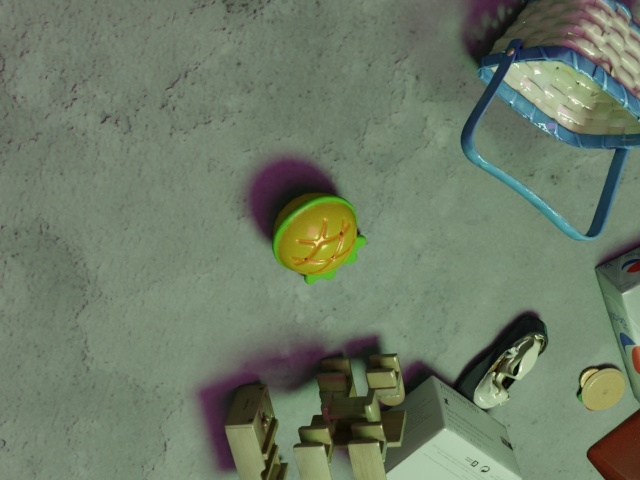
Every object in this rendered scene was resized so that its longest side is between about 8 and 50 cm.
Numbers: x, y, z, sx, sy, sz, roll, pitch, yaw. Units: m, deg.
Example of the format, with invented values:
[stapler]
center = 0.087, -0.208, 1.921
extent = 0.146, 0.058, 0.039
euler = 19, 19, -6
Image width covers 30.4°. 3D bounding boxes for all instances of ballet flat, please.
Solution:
[ballet flat]
center = 0.281, 0.206, 1.820
extent = 0.074, 0.074, 0.203
euler = 35, 101, -28

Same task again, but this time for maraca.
[maraca]
center = 0.000, 0.000, 1.618
extent = 0.127, 0.099, 0.185
euler = -34, 146, 2

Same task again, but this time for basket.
[basket]
center = 0.329, -0.174, 1.559
extent = 0.255, 0.201, 0.289
euler = 36, 69, -28

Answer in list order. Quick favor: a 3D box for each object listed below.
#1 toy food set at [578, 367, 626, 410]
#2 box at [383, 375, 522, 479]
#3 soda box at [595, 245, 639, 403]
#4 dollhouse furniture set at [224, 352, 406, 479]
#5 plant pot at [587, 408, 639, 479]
[toy food set]
center = 0.461, 0.243, 1.925
extent = 0.083, 0.020, 0.082
euler = -8, 117, -15
[box]
center = 0.175, 0.335, 1.798
extent = 0.181, 0.119, 0.182
euler = 36, 114, -28
[soda box]
center = 0.528, 0.152, 1.863
extent = 0.098, 0.091, 0.286
euler = -26, 120, -4
[dollhouse furniture set]
center = 0.004, 0.295, 1.699
extent = 0.242, 0.212, 0.161
euler = -5, 118, 14
[plant pot]
center = 0.654, 0.411, 1.946
extent = 0.267, 0.235, 0.267
euler = -39, 120, 3
